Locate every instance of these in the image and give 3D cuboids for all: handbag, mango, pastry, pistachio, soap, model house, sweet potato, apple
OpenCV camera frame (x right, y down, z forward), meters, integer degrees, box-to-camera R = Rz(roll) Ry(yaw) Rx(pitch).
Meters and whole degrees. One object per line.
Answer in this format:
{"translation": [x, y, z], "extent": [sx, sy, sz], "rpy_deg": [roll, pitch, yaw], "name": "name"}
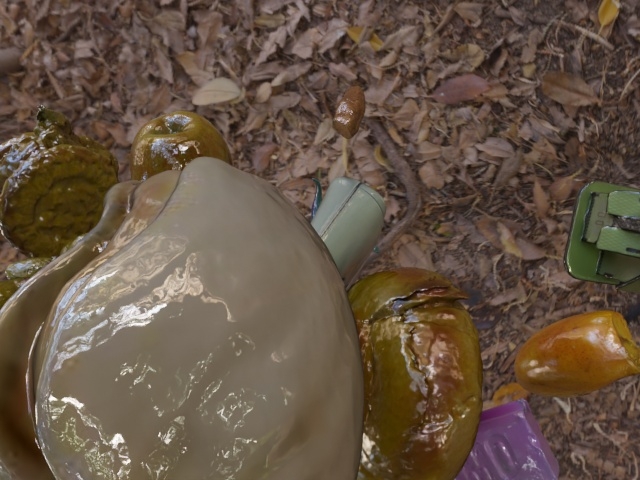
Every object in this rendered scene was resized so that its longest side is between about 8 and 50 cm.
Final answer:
{"translation": [-0.020, 0.062, 0.822], "extent": [0.109, 0.241, 0.315], "rpy_deg": [31, 65, 14], "name": "handbag"}
{"translation": [0.435, 0.207, 0.910], "extent": [0.252, 0.154, 0.125], "rpy_deg": [126, 141, -54], "name": "mango"}
{"translation": [-0.467, -0.079, 0.938], "extent": [0.132, 0.240, 0.235], "rpy_deg": [40, 84, 25], "name": "pastry"}
{"translation": [-0.108, 0.130, 0.482], "extent": [0.282, 0.365, 0.444], "rpy_deg": [-15, 60, 27], "name": "pistachio"}
{"translation": [0.236, 0.328, 0.782], "extent": [0.203, 0.065, 0.122], "rpy_deg": [-30, 83, 25], "name": "soap"}
{"translation": [0.093, 0.206, 0.725], "extent": [0.164, 0.356, 0.355], "rpy_deg": [12, 106, -16], "name": "pastry"}
{"translation": [0.626, 0.006, 0.937], "extent": [0.219, 0.279, 0.204], "rpy_deg": [7, 95, -16], "name": "model house"}
{"translation": [0.095, -0.424, 1.692], "extent": [0.097, 0.251, 0.097], "rpy_deg": [8, 141, 7], "name": "sweet potato"}
{"translation": [-0.346, -0.190, 1.298], "extent": [0.265, 0.264, 0.264], "rpy_deg": [3, 97, 29], "name": "apple"}

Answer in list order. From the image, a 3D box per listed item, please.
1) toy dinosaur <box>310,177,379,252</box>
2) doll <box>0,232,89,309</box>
{"translation": [0.000, 0.000, 1.772], "extent": [0.383, 0.129, 0.331], "rpy_deg": [44, 128, -18], "name": "toy dinosaur"}
{"translation": [-0.310, 0.049, 0.635], "extent": [0.137, 0.209, 0.097], "rpy_deg": [31, 126, 12], "name": "doll"}
